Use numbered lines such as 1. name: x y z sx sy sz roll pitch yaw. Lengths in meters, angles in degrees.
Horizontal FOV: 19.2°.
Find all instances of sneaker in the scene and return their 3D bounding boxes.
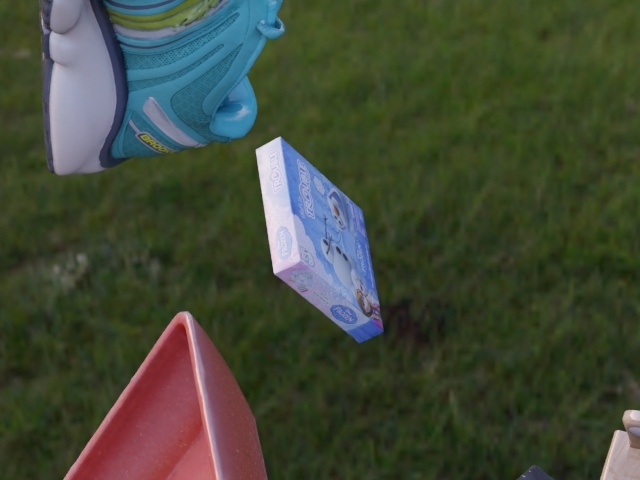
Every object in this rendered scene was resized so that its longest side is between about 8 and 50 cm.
1. sneaker: -0.065 -0.122 0.795 0.110 0.275 0.107 -2 64 -8

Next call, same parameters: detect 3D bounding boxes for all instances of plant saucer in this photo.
1. plant saucer: -0.078 0.207 0.799 0.047 0.259 0.258 16 38 -28

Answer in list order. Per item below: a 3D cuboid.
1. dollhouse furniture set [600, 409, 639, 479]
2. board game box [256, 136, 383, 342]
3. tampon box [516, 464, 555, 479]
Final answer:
1. dollhouse furniture set: 0.327 0.346 1.510 0.303 0.174 0.355 14 73 21
2. board game box: 0.000 0.000 1.069 0.020 0.090 0.090 -27 50 22
3. tampon box: 0.088 0.216 0.934 0.101 0.161 0.120 36 27 16
